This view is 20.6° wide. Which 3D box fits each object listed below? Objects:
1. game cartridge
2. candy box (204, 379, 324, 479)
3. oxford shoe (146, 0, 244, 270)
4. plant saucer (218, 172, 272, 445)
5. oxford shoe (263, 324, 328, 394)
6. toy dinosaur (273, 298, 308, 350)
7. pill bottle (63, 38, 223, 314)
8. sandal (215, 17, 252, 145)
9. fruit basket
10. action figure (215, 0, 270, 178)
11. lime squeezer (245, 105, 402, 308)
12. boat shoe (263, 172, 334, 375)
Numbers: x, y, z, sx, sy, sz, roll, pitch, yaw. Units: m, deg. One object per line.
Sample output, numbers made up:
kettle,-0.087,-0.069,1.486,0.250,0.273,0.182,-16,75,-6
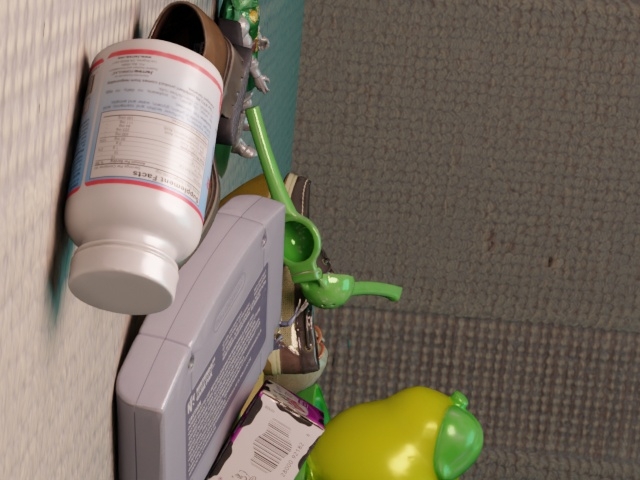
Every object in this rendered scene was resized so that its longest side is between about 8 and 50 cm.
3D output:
game cartridge,-0.101,0.097,1.521,0.294,0.060,0.196,-61,164,-50
candy box,-0.084,0.247,1.621,0.233,0.071,0.159,-59,180,-1
oxford shoe,-0.118,-0.076,1.272,0.096,0.083,0.227,59,31,-53
plant saucer,-0.107,0.118,1.880,0.332,0.081,0.332,-77,172,-71
oxford shoe,-0.061,0.100,2.176,0.397,0.147,0.140,92,4,-55
toy dinosaur,-0.057,0.086,1.812,0.090,0.047,0.082,-52,-168,5
pill bottle,-0.113,-0.039,1.103,0.087,0.087,0.160,92,5,-64
sandal,-0.106,-0.157,1.727,0.254,0.054,0.097,-111,-148,-72
fruit basket,0.029,0.322,2.034,0.392,0.392,0.283,-80,156,-67
action figure,-0.086,-0.197,1.918,0.232,0.063,0.137,94,-4,-45
lime squeezer,0.000,0.000,1.823,0.310,0.059,0.110,51,58,-36
boat shoe,-0.021,0.039,1.904,0.080,0.073,0.223,88,7,-75
